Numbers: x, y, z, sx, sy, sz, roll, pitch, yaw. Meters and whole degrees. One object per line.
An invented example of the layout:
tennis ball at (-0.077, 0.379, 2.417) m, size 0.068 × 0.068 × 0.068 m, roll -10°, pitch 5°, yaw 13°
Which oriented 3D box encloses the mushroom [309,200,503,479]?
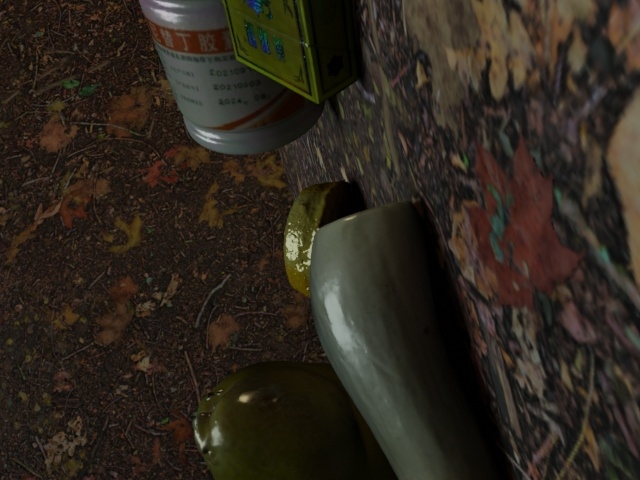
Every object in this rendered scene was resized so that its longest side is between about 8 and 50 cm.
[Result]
mushroom at (0.078, 0.118, 0.540) m, size 0.159 × 0.122 × 0.329 m, roll 8°, pitch -118°, yaw -55°

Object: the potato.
potato at (0.010, 0.224, 0.659) m, size 0.351 × 0.202 × 0.218 m, roll 35°, pitch -174°, yaw -37°

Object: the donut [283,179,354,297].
donut at (0.000, 0.000, 0.871) m, size 0.162 × 0.065 × 0.178 m, roll -60°, pitch -28°, yaw -48°

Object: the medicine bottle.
medicine bottle at (-0.111, -0.284, 0.768) m, size 0.316 × 0.202 × 0.202 m, roll 78°, pitch 174°, yaw -46°

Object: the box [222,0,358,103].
box at (-0.040, -0.251, 0.582) m, size 0.141 × 0.064 × 0.220 m, roll 35°, pitch 149°, yaw 36°
